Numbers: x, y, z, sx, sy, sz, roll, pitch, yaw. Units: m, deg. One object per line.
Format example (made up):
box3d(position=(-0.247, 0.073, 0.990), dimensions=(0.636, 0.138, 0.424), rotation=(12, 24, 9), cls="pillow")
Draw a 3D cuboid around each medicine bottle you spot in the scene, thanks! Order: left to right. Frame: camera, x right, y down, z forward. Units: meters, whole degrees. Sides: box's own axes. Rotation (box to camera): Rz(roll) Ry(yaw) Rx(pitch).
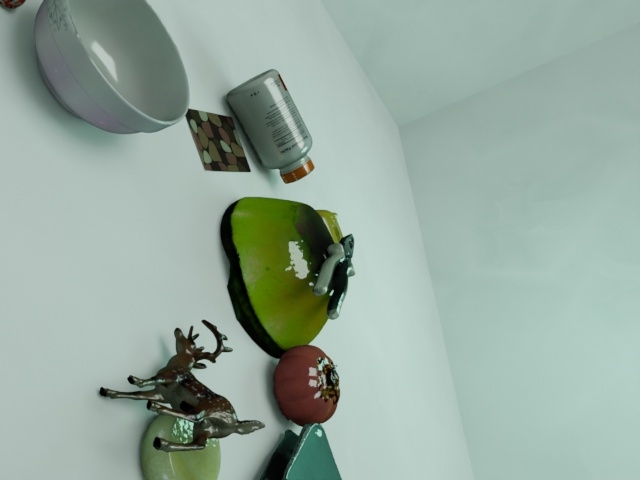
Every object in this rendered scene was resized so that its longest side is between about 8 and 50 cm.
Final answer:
box3d(position=(-0.121, -0.301, 1.614), dimensions=(0.289, 0.156, 0.157), rotation=(62, 22, -20), cls="medicine bottle")

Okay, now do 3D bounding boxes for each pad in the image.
box3d(position=(-0.248, -0.242, 1.460), dimensions=(0.235, 0.003, 0.158), rotation=(-15, 84, -69), cls="pad")

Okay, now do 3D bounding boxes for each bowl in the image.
box3d(position=(-0.369, -0.305, 1.017), dimensions=(0.287, 0.143, 0.287), rotation=(52, 27, -40), cls="bowl")

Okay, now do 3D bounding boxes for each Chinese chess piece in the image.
box3d(position=(-0.214, 0.332, 0.924), dimensions=(0.144, 0.058, 0.144), rotation=(50, 29, -43), cls="Chinese chess piece")

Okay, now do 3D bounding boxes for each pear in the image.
box3d(position=(-0.061, 0.061, 1.407), dimensions=(0.399, 0.165, 0.399), rotation=(51, 27, -39), cls="pear")

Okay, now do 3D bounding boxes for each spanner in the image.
box3d(position=(0.041, 0.062, 1.367), dimensions=(0.096, 0.040, 0.325), rotation=(63, 23, -18), cls="spanner")

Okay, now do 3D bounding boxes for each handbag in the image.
box3d(position=(-0.028, 0.531, 1.154), dimensions=(0.274, 0.100, 0.269), rotation=(67, 17, -9), cls="handbag")

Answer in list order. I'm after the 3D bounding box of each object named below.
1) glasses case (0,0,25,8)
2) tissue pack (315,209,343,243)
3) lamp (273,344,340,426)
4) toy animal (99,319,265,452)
box3d(position=(-0.499, -0.463, 0.974), dimensions=(0.073, 0.049, 0.195), rotation=(44, 32, -49), cls="glasses case")
box3d(position=(0.000, 0.000, 1.677), dimensions=(0.123, 0.127, 0.178), rotation=(-11, 80, -67), cls="tissue pack")
box3d(position=(-0.021, 0.315, 1.306), dimensions=(0.182, 0.140, 0.182), rotation=(48, 34, -48), cls="lamp")
box3d(position=(-0.204, 0.230, 0.930), dimensions=(0.243, 0.087, 0.260), rotation=(43, 17, 28), cls="toy animal")
